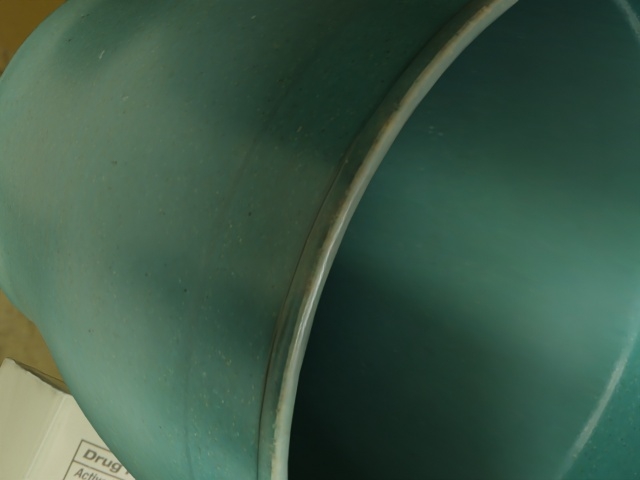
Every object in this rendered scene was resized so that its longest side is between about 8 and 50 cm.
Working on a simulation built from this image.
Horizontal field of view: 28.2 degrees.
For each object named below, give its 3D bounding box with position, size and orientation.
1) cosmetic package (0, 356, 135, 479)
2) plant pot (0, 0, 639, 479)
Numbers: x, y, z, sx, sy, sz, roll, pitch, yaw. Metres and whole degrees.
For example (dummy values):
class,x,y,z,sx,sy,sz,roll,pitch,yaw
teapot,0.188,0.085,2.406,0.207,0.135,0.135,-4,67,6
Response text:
class,x,y,z,sx,sy,sz,roll,pitch,yaw
cosmetic package,-0.144,0.234,0.642,0.113,0.160,0.309,9,72,60
plant pot,0.000,0.000,0.521,0.255,0.271,0.272,22,92,42
